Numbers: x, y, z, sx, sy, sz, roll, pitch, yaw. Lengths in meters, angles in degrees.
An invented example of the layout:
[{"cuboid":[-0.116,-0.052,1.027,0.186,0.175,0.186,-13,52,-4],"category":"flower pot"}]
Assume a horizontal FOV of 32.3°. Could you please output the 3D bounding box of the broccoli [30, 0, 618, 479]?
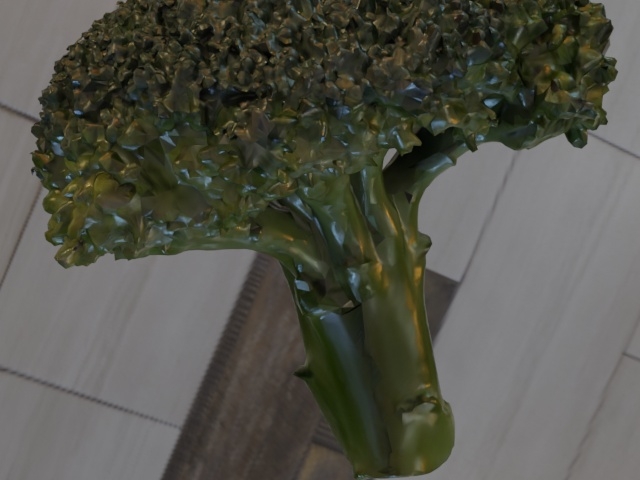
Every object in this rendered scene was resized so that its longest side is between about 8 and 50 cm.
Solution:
[{"cuboid":[-0.032,-0.015,0.758,0.353,0.275,0.397,25,129,11],"category":"broccoli"}]
